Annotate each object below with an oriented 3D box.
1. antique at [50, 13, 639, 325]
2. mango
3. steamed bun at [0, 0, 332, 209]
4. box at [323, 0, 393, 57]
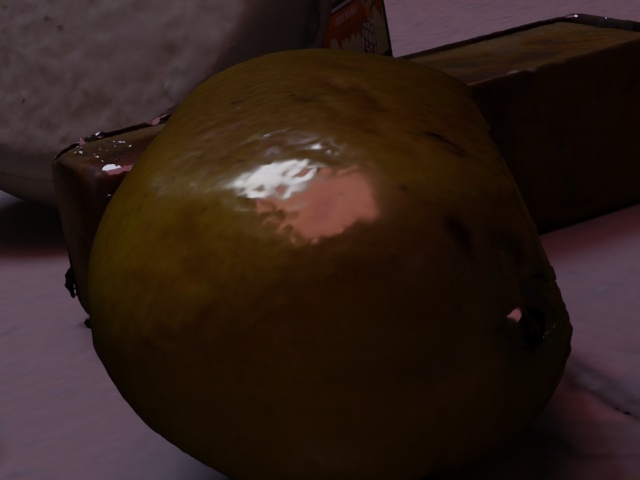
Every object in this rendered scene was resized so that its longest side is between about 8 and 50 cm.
[{"bbox_3d":[0.028,-0.035,0.844,0.310,0.087,0.093,-16,19,-23],"label":"antique"},{"bbox_3d":[0.000,0.000,0.640,0.167,0.130,0.262,-7,23,1],"label":"mango"},{"bbox_3d":[-0.118,-0.154,1.031,0.283,0.283,0.177,-5,-8,17],"label":"steamed bun"},{"bbox_3d":[-0.067,-0.165,1.223,0.178,0.148,0.195,-5,17,22],"label":"box"}]
